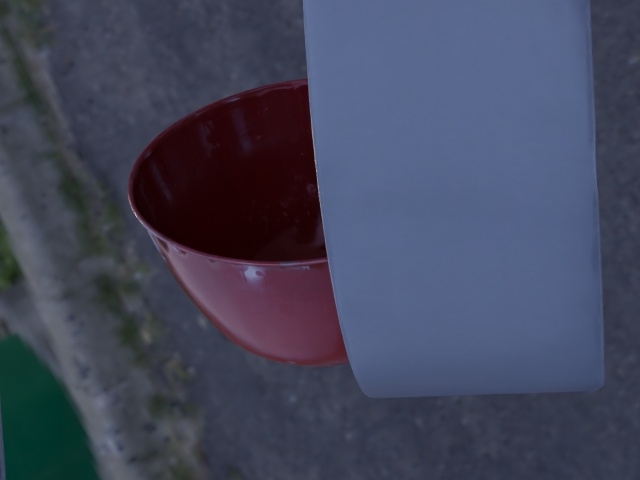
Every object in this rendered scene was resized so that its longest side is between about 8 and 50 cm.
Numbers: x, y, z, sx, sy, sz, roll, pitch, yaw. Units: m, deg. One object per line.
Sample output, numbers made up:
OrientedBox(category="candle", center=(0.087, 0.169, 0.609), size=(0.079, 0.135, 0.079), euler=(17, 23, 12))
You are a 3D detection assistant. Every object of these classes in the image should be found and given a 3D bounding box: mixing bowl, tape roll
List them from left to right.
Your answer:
OrientedBox(category="mixing bowl", center=(0.000, 0.000, 0.922), size=(0.181, 0.181, 0.098), euler=(30, 140, 45))
OrientedBox(category="tape roll", center=(0.045, -0.063, 0.540), size=(0.219, 0.072, 0.219), euler=(-2, -90, -82))

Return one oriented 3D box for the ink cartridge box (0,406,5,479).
OrientedBox(category="ink cartridge box", center=(-0.217, 0.008, 0.519), size=(0.129, 0.223, 0.307), euler=(133, 133, -61))
